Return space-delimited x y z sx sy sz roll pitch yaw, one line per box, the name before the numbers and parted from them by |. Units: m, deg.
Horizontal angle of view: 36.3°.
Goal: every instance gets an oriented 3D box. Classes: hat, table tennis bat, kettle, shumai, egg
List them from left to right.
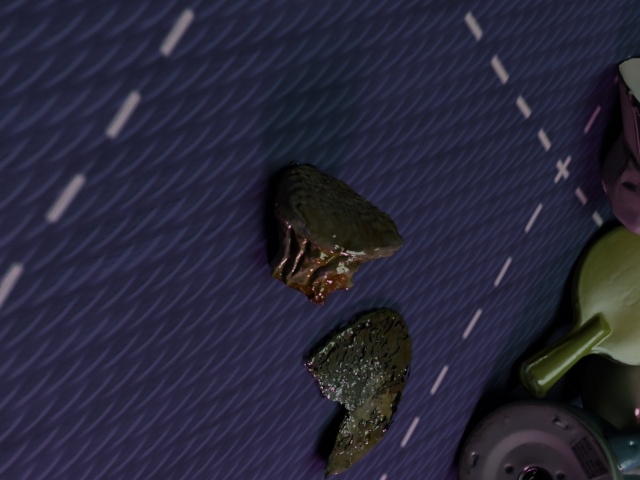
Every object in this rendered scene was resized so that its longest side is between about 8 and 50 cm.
shumai | -0.002 0.001 1.013 0.145 0.145 0.116 -1 132 -48
kettle | 0.426 0.366 1.524 0.319 0.247 0.342 -29 155 27
table tennis bat | 0.459 0.125 1.561 0.368 0.054 0.224 -37 96 -14
egg | 0.556 0.227 1.673 0.253 0.188 0.189 -43 137 -12
hat | 0.494 -0.136 1.458 0.232 0.161 0.275 -35 110 -47

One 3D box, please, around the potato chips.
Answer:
potato chips | 0.048 0.192 1.217 0.202 0.029 0.220 -12 116 -48
